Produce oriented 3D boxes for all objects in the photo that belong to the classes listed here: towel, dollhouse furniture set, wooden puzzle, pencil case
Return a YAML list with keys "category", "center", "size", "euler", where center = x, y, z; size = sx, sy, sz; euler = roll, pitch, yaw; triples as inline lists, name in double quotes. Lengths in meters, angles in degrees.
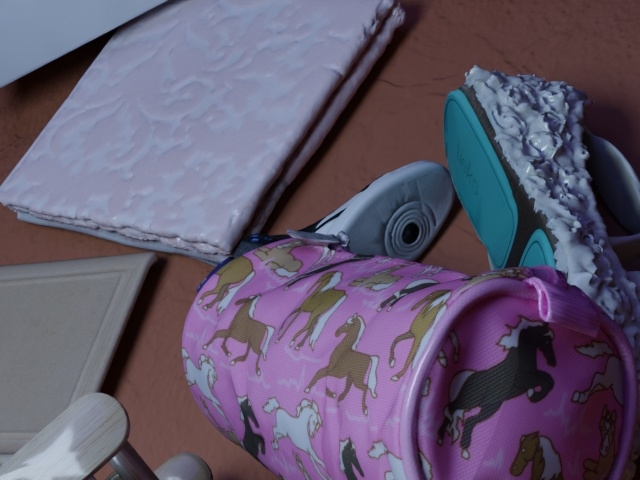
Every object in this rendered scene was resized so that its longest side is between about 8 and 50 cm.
- category: "towel"
  center: [-0.119, -0.126, 1.391]
  size: [0.332, 0.053, 0.317]
  euler: [12, 60, 40]
- category: "dollhouse furniture set"
  center: [-0.055, 0.199, 0.943]
  size: [0.161, 0.212, 0.242]
  euler: [-42, 68, -5]
- category: "wooden puzzle"
  center: [-0.268, 0.110, 1.285]
  size: [0.221, 0.044, 0.239]
  euler: [-5, 45, 30]
- category: "pencil case"
  center: [0.040, 0.085, 0.924]
  size: [0.160, 0.167, 0.386]
  euler: [-21, 12, -21]

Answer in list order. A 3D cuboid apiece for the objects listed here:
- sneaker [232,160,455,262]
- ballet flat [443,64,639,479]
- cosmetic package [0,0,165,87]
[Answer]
- category: "sneaker"
  center: [0.000, 0.000, 1.179]
  size: [0.217, 0.079, 0.121]
  euler: [-43, 35, -16]
- category: "ballet flat"
  center: [0.185, 0.014, 1.017]
  size: [0.147, 0.147, 0.409]
  euler: [-23, 44, 14]
- category: "cosmetic package"
  center: [-0.228, -0.322, 1.565]
  size: [0.377, 0.097, 0.284]
  euler: [-25, 30, 11]
